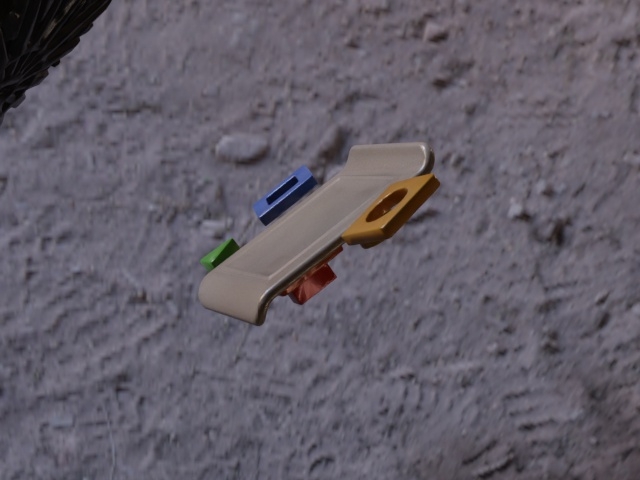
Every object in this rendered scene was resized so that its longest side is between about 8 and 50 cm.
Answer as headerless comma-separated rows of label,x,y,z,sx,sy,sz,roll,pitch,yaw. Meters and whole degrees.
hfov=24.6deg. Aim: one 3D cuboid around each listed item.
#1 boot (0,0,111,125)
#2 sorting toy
boot,-0.288,-0.175,0.889,0.260,0.131,0.348,44,104,2
sorting toy,0.000,0.000,1.197,0.196,0.348,0.047,-42,105,-13
